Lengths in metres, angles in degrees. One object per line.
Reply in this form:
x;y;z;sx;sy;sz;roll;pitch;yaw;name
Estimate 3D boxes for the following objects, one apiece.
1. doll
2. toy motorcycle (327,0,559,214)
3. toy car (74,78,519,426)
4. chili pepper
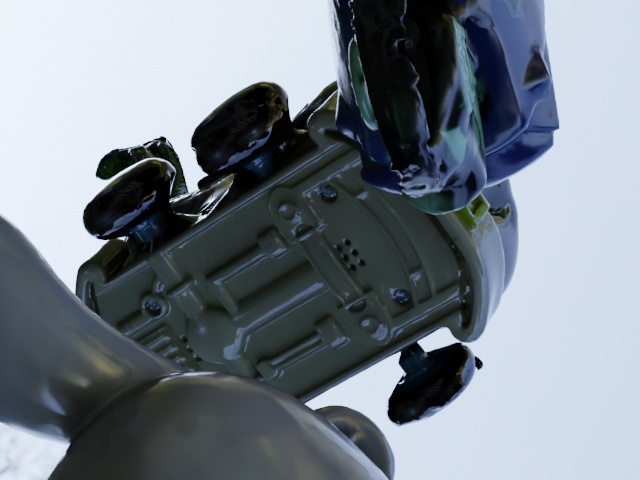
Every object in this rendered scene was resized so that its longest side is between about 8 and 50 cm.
-0.051;0.200;0.698;0.376;0.187;0.366;23;-135;2;doll
0.040;-0.149;0.836;0.125;0.196;0.331;-11;-118;11;toy motorcycle
0.000;0.000;1.070;0.248;0.204;0.198;-31;-171;30;toy car
-0.120;-0.046;1.293;0.118;0.035;0.055;39;-80;45;chili pepper
